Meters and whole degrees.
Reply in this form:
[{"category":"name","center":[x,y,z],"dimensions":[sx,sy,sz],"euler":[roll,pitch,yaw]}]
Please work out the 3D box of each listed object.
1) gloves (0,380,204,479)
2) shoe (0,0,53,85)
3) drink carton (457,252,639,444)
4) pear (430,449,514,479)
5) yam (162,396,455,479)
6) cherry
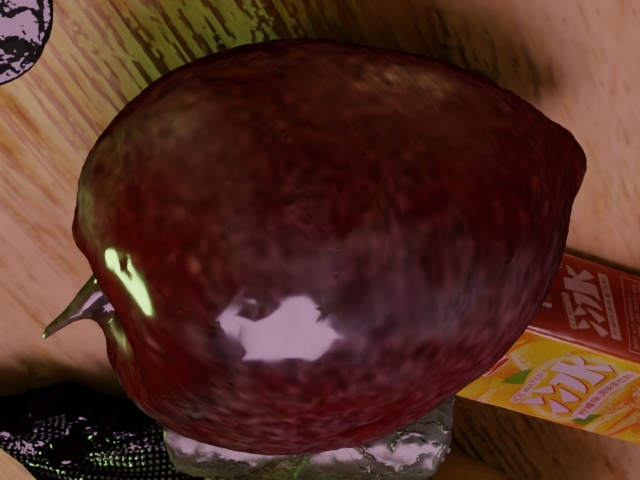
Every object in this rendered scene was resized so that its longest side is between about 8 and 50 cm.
[{"category":"gloves","center":[-0.178,0.138,1.333],"dimensions":[0.180,0.106,0.129],"euler":[38,135,-9]},{"category":"shoe","center":[-0.174,-0.153,0.898],"dimensions":[0.071,0.049,0.179],"euler":[-18,126,13]},{"category":"drink carton","center":[0.181,0.071,1.257],"dimensions":[0.223,0.071,0.096],"euler":[17,144,-29]},{"category":"pear","center":[0.043,0.318,1.374],"dimensions":[0.418,0.362,0.362],"euler":[9,147,-31]},{"category":"yam","center":[-0.009,0.111,1.280],"dimensions":[0.183,0.107,0.107],"euler":[1,148,-2]},{"category":"cherry","center":[0.000,0.000,1.014],"dimensions":[0.300,0.203,0.230],"euler":[-15,147,-8]}]
